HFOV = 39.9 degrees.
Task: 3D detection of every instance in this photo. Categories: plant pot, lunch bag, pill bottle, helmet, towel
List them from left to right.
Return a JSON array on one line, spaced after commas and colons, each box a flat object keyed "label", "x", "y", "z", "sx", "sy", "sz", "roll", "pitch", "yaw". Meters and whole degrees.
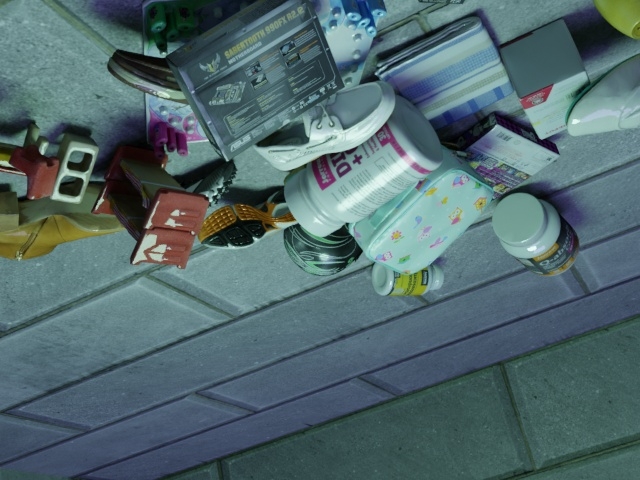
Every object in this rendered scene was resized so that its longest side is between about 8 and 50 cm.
[{"label": "helmet", "x": 0.000, "y": 0.000, "z": 2.030, "sx": 0.161, "sy": 0.169, "sz": 0.169, "roll": -22, "pitch": 159, "yaw": -23}, {"label": "pill bottle", "x": 0.076, "y": -0.133, "z": 1.668, "sx": 0.283, "sy": 0.160, "sz": 0.160, "roll": -35, "pitch": 147, "yaw": 28}, {"label": "pill bottle", "x": 0.238, "y": 0.098, "z": 2.388, "sx": 0.184, "sy": 0.103, "sz": 0.103, "roll": 1, "pitch": 151, "yaw": -28}, {"label": "lunch bag", "x": 0.204, "y": -0.067, "z": 1.795, "sx": 0.279, "sy": 0.108, "sz": 0.224, "roll": -46, "pitch": 141, "yaw": 17}, {"label": "towel", "x": 0.241, "y": -0.305, "z": 1.663, "sx": 0.209, "sy": 0.034, "sz": 0.285, "roll": -24, "pitch": 154, "yaw": 16}, {"label": "pill bottle", "x": 0.547, "y": -0.016, "z": 2.246, "sx": 0.162, "sy": 0.162, "sz": 0.278, "roll": -25, "pitch": 152, "yaw": 23}, {"label": "plant pot", "x": 0.556, "y": -0.408, "z": 1.534, "sx": 0.134, "sy": 0.095, "sz": 0.134, "roll": -10, "pitch": 154, "yaw": -5}]

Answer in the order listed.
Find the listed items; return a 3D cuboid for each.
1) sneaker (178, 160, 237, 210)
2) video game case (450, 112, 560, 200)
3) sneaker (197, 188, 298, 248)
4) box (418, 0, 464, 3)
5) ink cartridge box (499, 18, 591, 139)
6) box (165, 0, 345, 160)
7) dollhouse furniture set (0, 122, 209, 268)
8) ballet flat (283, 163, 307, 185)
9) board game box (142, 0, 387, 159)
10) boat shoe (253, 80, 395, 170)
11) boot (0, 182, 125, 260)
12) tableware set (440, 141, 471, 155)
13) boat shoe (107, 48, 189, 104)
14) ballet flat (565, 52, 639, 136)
[{"label": "sneaker", "x": -0.271, "y": -0.088, "z": 1.792, "sx": 0.234, "sy": 0.106, "sz": 0.078, "roll": -46, "pitch": 180, "yaw": 15}, {"label": "video game case", "x": 0.379, "y": -0.178, "z": 1.953, "sx": 0.232, "sy": 0.042, "sz": 0.210, "roll": 16, "pitch": 140, "yaw": -39}, {"label": "sneaker", "x": -0.154, "y": -0.028, "z": 1.905, "sx": 0.262, "sy": 0.099, "sz": 0.121, "roll": -18, "pitch": 169, "yaw": -33}, {"label": "box", "x": 0.207, "y": -0.416, "z": 1.436, "sx": 0.083, "sy": 0.018, "sz": 0.067, "roll": -4, "pitch": 153, "yaw": -19}, {"label": "ink cartridge box", "x": 0.433, "y": -0.299, "z": 1.657, "sx": 0.128, "sy": 0.127, "sz": 0.176, "roll": -23, "pitch": 152, "yaw": 17}, {"label": "box", "x": -0.095, "y": -0.256, "z": 1.346, "sx": 0.231, "sy": 0.056, "sz": 0.183, "roll": -34, "pitch": 130, "yaw": -9}, {"label": "dollhouse furniture set", "x": -0.410, "y": -0.079, "z": 1.552, "sx": 0.374, "sy": 0.201, "sz": 0.152, "roll": 9, "pitch": 114, "yaw": -40}, {"label": "ballet flat", "x": -0.003, "y": -0.095, "z": 1.918, "sx": 0.073, "sy": 0.080, "sz": 0.232, "roll": -29, "pitch": 142, "yaw": 17}, {"label": "board game box", "x": -0.105, "y": -0.278, "z": 1.527, "sx": 0.390, "sy": 0.050, "sz": 0.390, "roll": -7, "pitch": 154, "yaw": -14}, {"label": "boat shoe", "x": 0.000, "y": -0.206, "z": 1.552, "sx": 0.277, "sy": 0.098, "sz": 0.096, "roll": -26, "pitch": 153, "yaw": 27}, {"label": "boot", "x": -0.530, "y": -0.027, "z": 1.787, "sx": 0.295, "sy": 0.104, "sz": 0.211, "roll": 2, "pitch": 156, "yaw": -19}, {"label": "tableware set", "x": 0.204, "y": -0.204, "z": 1.821, "sx": 0.194, "sy": 0.039, "sz": 0.128, "roll": 8, "pitch": 176, "yaw": -26}, {"label": "boat shoe", "x": -0.202, "y": -0.265, "z": 1.375, "sx": 0.257, "sy": 0.095, "sz": 0.095, "roll": 11, "pitch": 111, "yaw": -36}, {"label": "ballet flat", "x": 0.629, "y": -0.288, "z": 1.612, "sx": 0.400, "sy": 0.139, "sz": 0.139, "roll": -32, "pitch": 160, "yaw": -19}]
